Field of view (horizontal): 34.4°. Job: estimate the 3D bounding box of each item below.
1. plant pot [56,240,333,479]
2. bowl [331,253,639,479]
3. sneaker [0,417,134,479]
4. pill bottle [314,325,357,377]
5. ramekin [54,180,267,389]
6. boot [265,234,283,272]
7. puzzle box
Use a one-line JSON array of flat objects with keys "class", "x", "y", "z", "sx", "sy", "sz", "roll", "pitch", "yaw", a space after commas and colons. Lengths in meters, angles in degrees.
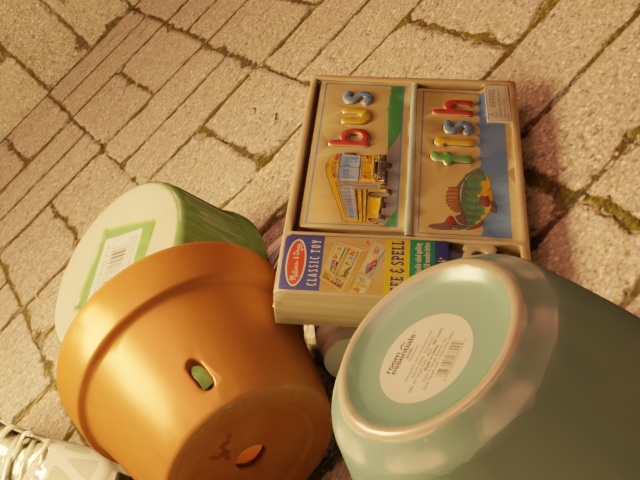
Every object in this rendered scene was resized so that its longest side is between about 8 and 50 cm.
[{"class": "plant pot", "x": -0.120, "y": 0.176, "z": 1.146, "sx": 0.291, "sy": 0.291, "sz": 0.203, "roll": -44, "pitch": 47, "yaw": 1}, {"class": "bowl", "x": 0.133, "y": 0.132, "z": 0.879, "sx": 0.312, "sy": 0.163, "sz": 0.311, "roll": -29, "pitch": 33, "yaw": 21}, {"class": "sneaker", "x": -0.451, "y": 0.297, "z": 1.380, "sx": 0.447, "sy": 0.257, "sz": 0.169, "roll": -5, "pitch": 48, "yaw": 47}, {"class": "pill bottle", "x": 0.030, "y": 0.096, "z": 1.228, "sx": 0.078, "sy": 0.078, "sz": 0.137, "roll": -34, "pitch": 31, "yaw": 17}, {"class": "ramekin", "x": -0.231, "y": 0.066, "z": 1.435, "sx": 0.303, "sy": 0.148, "sz": 0.303, "roll": -28, "pitch": 45, "yaw": 33}, {"class": "boot", "x": 0.000, "y": 0.000, "z": 1.407, "sx": 0.190, "sy": 0.069, "sz": 0.086, "roll": -49, "pitch": 37, "yaw": 9}, {"class": "puzzle box", "x": 0.101, "y": -0.059, "z": 1.214, "sx": 0.272, "sy": 0.052, "sz": 0.409, "roll": 2, "pitch": 43, "yaw": 4}]
